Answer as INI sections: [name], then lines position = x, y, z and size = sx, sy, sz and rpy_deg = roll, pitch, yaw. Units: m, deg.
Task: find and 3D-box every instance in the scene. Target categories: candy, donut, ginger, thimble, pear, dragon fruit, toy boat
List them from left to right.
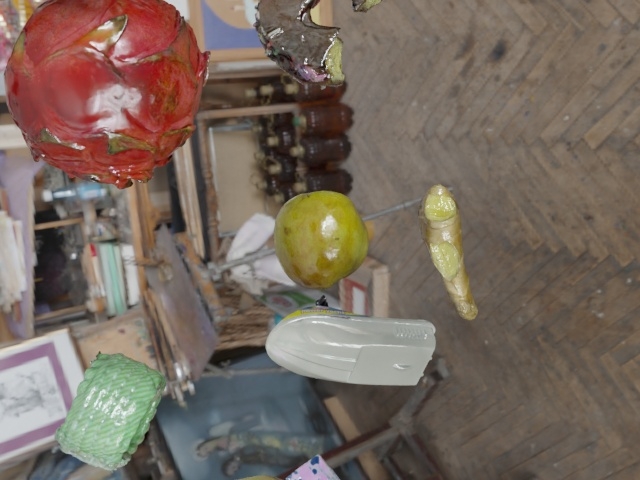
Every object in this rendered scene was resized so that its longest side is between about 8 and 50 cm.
[dragon fruit]
position = -0.260, -0.191, 0.843
size = 0.252, 0.241, 0.241
rpy_deg = -43, 58, 10
[thimble]
position = -0.417, 0.340, 1.370
size = 0.150, 0.219, 0.219
rpy_deg = 24, 131, -1
[donut]
position = -0.007, -0.514, 1.516
size = 0.259, 0.136, 0.345
rpy_deg = 26, 87, 15
[pear]
position = 0.000, 0.000, 1.342
size = 0.200, 0.200, 0.199
rpy_deg = 22, 117, 51
[candy]
position = 0.012, 0.504, 1.327
size = 0.160, 0.092, 0.073
rpy_deg = 46, 150, 18
[toy boat]
position = 0.048, 0.161, 1.125
size = 0.141, 0.270, 0.140
rpy_deg = -165, 90, -83
[ginger]
position = 0.257, 0.030, 1.369
size = 0.131, 0.086, 0.294
rpy_deg = -103, -5, -74

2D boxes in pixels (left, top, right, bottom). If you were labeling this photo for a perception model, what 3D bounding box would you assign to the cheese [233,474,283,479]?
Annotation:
[cheese]
position = -0.128, 0.506, 1.152
size = 0.316, 0.260, 0.128
rpy_deg = -153, 58, -70
